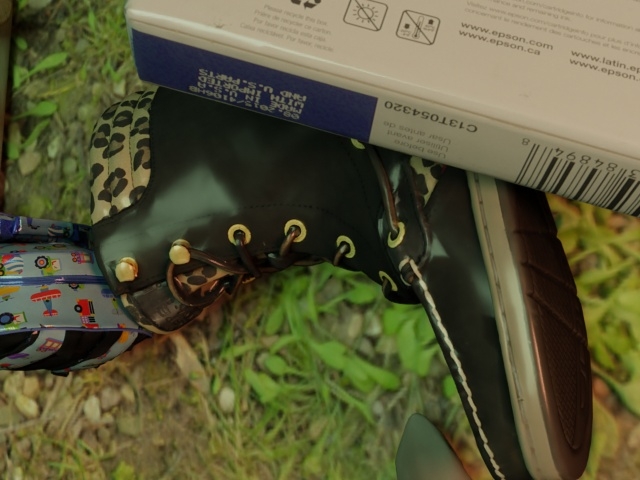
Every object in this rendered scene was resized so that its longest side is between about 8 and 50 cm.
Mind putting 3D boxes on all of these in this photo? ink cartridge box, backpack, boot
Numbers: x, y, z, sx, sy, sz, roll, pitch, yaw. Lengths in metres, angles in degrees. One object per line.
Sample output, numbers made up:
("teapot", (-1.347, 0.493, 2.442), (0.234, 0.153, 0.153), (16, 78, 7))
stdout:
("ink cartridge box", (0.098, -0.193, 0.543), (0.323, 0.071, 0.330), (16, 62, 5))
("backpack", (-0.212, 0.040, 0.687), (0.173, 0.158, 0.117), (-13, 75, 46))
("boot", (0.000, 0.000, 0.617), (0.284, 0.138, 0.378), (-22, 71, 21))

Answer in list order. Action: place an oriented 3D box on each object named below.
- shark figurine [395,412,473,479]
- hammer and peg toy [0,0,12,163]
("shark figurine", (0.145, 0.225, 0.538), (0.278, 0.116, 0.166), (16, 92, 28))
("hammer and peg toy", (-0.383, -0.061, 0.760), (0.127, 0.265, 0.362), (-4, 82, 48))
